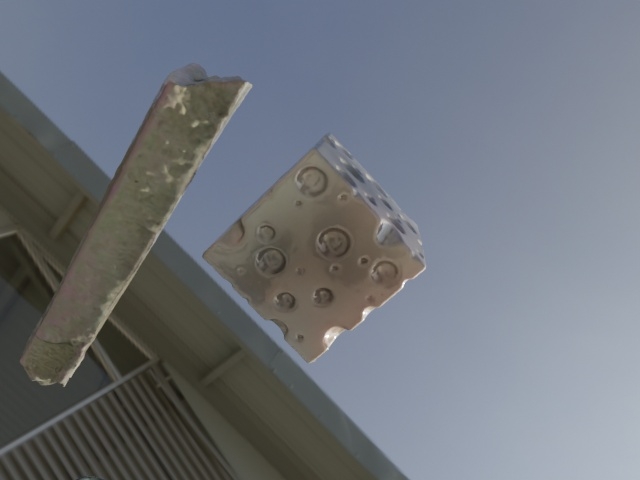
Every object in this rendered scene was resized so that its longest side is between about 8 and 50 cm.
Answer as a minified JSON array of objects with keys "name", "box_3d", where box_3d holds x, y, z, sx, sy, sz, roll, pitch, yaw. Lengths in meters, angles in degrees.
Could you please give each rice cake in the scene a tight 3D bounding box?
[{"name":"rice cake","box_3d":[-0.169,-0.002,0.499,0.056,0.072,0.365,31,-62,-14]}]

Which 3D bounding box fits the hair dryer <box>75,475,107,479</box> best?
[{"name":"hair dryer","box_3d":[-0.289,0.257,0.483,0.229,0.092,0.267,-43,-74,4]}]

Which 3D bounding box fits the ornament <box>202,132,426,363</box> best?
[{"name":"ornament","box_3d":[0.000,0.000,0.960,0.240,0.239,0.240,-42,-83,15]}]
